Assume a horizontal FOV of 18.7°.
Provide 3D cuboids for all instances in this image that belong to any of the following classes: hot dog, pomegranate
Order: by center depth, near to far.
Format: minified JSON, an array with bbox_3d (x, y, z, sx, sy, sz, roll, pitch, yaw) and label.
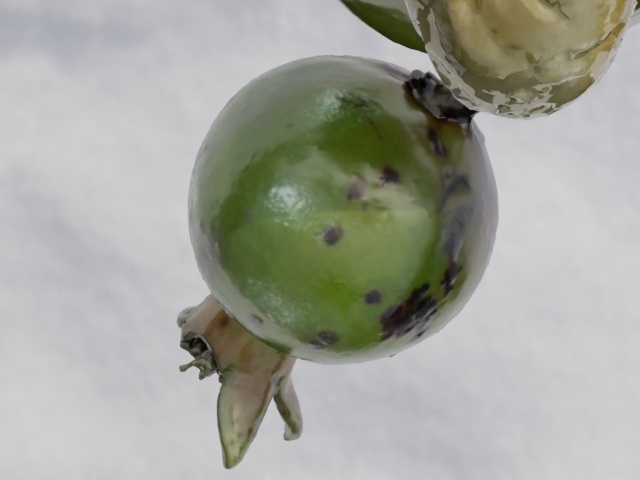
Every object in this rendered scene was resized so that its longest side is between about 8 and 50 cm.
[{"bbox_3d":[0.012,-0.137,0.373,0.073,0.084,0.242,-21,114,21],"label":"hot dog"},{"bbox_3d":[0.006,0.011,0.925,0.156,0.156,0.220,9,123,-3],"label":"pomegranate"}]

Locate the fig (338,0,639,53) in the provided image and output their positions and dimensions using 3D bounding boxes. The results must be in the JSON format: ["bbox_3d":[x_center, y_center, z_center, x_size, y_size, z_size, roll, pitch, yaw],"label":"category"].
[{"bbox_3d":[0.080,-0.174,0.747,0.207,0.230,0.207,1,88,-24],"label":"fig"}]
